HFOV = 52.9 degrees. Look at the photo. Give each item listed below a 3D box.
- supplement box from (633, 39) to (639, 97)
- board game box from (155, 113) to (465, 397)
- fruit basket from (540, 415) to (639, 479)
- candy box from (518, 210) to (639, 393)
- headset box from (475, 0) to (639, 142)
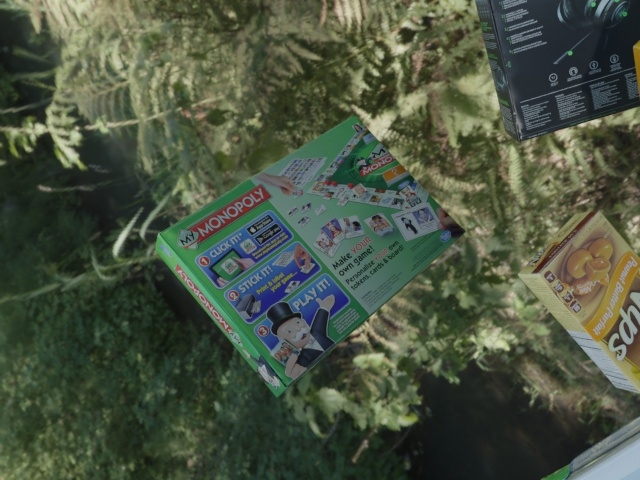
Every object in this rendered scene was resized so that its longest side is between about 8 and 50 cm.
[{"bbox_3d":[0.471,-0.189,0.698,0.129,0.194,0.191,47,180,42],"label":"supplement box"},{"bbox_3d":[0.000,0.000,0.760,0.213,0.317,0.046,48,148,10],"label":"board game box"},{"bbox_3d":[0.337,0.209,0.608,0.327,0.353,0.165,-43,80,21],"label":"fruit basket"},{"bbox_3d":[0.560,0.119,1.251,0.316,0.183,0.087,47,170,-5],"label":"candy box"},{"bbox_3d":[0.409,-0.344,1.081,0.131,0.246,0.283,-82,-26,-70],"label":"headset box"}]
